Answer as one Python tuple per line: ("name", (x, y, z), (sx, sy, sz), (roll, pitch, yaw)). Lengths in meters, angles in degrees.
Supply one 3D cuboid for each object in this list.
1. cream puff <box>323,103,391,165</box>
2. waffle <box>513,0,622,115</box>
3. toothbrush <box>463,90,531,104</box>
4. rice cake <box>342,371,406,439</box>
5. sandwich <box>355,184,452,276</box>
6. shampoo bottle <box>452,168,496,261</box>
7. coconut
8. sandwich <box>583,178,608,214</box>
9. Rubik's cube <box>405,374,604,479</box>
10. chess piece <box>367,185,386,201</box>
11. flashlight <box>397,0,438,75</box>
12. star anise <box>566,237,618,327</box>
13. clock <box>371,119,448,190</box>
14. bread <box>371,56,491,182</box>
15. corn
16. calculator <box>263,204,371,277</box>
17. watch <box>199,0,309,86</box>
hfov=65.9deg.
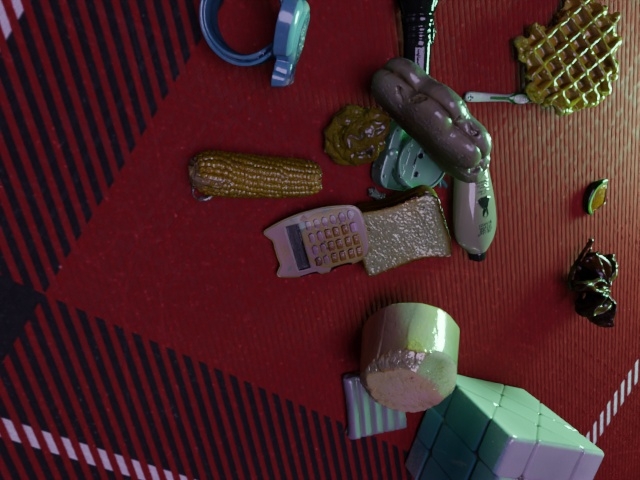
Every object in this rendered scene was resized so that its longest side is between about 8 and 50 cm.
("cream puff", (0.086, -0.226, 1.078), (0.146, 0.116, 0.146), (-6, 106, -21))
("waffle", (0.619, -0.459, 1.216), (0.301, 0.058, 0.281), (-19, 102, -14))
("toothbrush", (0.490, -0.354, 1.229), (0.304, 0.030, 0.030), (-3, 106, -18))
("rice cake", (0.146, 0.434, 1.321), (0.189, 0.037, 0.198), (-5, 106, -19))
("sandwich", (0.185, -0.020, 1.155), (0.214, 0.065, 0.186), (-18, 112, 11))
("shampoo bottle", (0.387, -0.068, 1.245), (0.127, 0.078, 0.257), (-21, 114, -24))
("coconut", (0.212, 0.264, 1.196), (0.239, 0.244, 0.239), (8, 132, 9))
("sandwich", (0.775, -0.121, 1.397), (0.069, 0.026, 0.101), (-12, 111, -20))
("Rubik's cube", (0.472, 0.586, 1.324), (0.319, 0.322, 0.316), (16, 100, -21))
("chess piece", (0.150, -0.097, 1.178), (0.093, 0.042, 0.042), (34, 92, -17))
("flashlight", (0.214, -0.430, 1.080), (0.093, 0.093, 0.232), (-11, 111, -16))
("star anise", (0.785, 0.134, 1.422), (0.190, 0.126, 0.220), (34, 64, -24))
("clock", (0.232, -0.187, 1.166), (0.211, 0.066, 0.159), (10, 102, -22))
("bread", (0.250, -0.238, 1.027), (0.337, 0.183, 0.102), (40, 97, -23))
("corn", (-0.127, -0.132, 1.035), (0.293, 0.106, 0.106), (0, 104, -20))
("calculator", (0.000, 0.000, 1.122), (0.236, 0.033, 0.157), (-13, 109, 5))
("watch", (-0.126, -0.404, 0.933), (0.193, 0.211, 0.211), (18, 99, -2))
